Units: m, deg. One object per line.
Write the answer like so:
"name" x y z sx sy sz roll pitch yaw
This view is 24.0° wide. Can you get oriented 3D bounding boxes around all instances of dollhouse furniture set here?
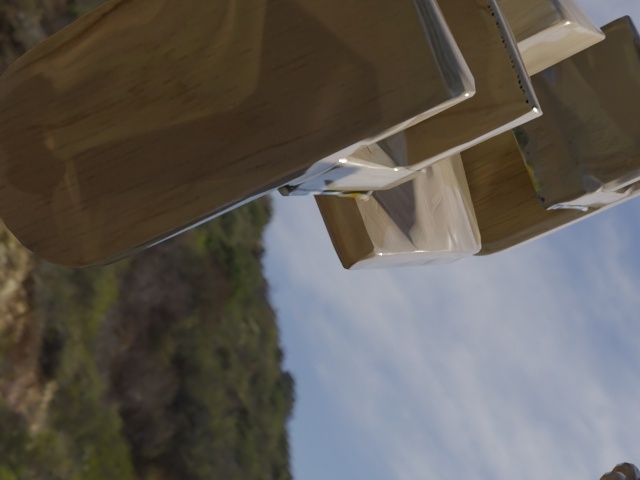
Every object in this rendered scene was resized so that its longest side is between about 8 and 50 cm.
"dollhouse furniture set" 0.000 0.000 0.584 0.362 0.256 0.394 -1 68 -65
